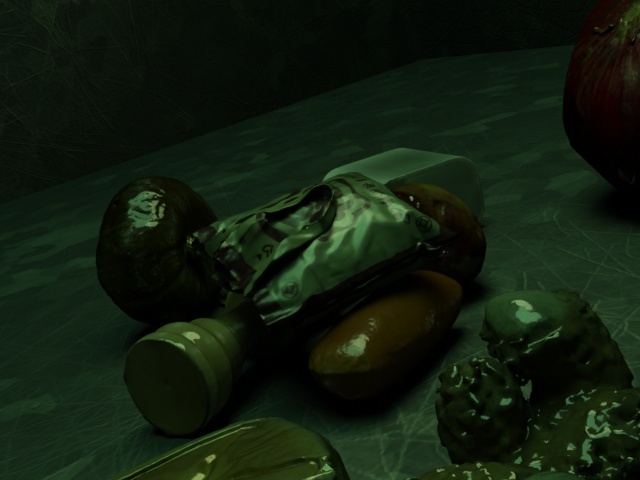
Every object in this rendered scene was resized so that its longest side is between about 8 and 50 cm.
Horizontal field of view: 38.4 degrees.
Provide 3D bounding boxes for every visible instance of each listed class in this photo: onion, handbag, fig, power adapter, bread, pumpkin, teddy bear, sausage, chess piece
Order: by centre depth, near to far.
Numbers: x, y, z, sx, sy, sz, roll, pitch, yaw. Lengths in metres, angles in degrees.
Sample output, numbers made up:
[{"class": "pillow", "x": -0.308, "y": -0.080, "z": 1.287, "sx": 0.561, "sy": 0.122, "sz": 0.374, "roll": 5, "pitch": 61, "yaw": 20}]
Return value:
[{"class": "teddy bear", "x": 0.144, "y": 0.172, "z": 0.565, "sx": 0.256, "sy": 0.156, "sz": 0.267, "roll": -21, "pitch": 46, "yaw": -35}, {"class": "bread", "x": -0.079, "y": 0.221, "z": 0.671, "sx": 0.210, "sy": 0.109, "sz": 0.192, "roll": -21, "pitch": 11, "yaw": -23}, {"class": "sausage", "x": 0.075, "y": 0.098, "z": 0.985, "sx": 0.098, "sy": 0.098, "sz": 0.238, "roll": -2, "pitch": 18, "yaw": 36}, {"class": "handbag", "x": 0.000, "y": 0.000, "z": 1.015, "sx": 0.235, "sy": 0.127, "sz": 0.213, "roll": -22, "pitch": 35, "yaw": -21}, {"class": "chess piece", "x": -0.064, "y": 0.090, "z": 1.109, "sx": 0.117, "sy": 0.117, "sz": 0.397, "roll": -4, "pitch": 17, "yaw": 33}, {"class": "fig", "x": 0.125, "y": -0.014, "z": 1.188, "sx": 0.160, "sy": 0.143, "sz": 0.230, "roll": 23, "pitch": 23, "yaw": -10}, {"class": "onion", "x": 0.490, "y": -0.202, "z": 1.260, "sx": 0.342, "sy": 0.341, "sz": 0.341, "roll": -13, "pitch": 16, "yaw": 4}, {"class": "pumpkin", "x": -0.215, "y": 0.015, "z": 1.295, "sx": 0.162, "sy": 0.218, "sz": 0.219, "roll": -8, "pitch": 17, "yaw": 29}, {"class": "power adapter", "x": 0.111, "y": -0.068, "z": 1.456, "sx": 0.187, "sy": 0.124, "sz": 0.255, "roll": -19, "pitch": 16, "yaw": -21}]

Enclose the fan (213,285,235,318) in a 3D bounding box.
[{"class": "fan", "x": -0.106, "y": 0.084, "z": 1.333, "sx": 0.132, "sy": 0.009, "sz": 0.220, "roll": -7, "pitch": 17, "yaw": 33}]
